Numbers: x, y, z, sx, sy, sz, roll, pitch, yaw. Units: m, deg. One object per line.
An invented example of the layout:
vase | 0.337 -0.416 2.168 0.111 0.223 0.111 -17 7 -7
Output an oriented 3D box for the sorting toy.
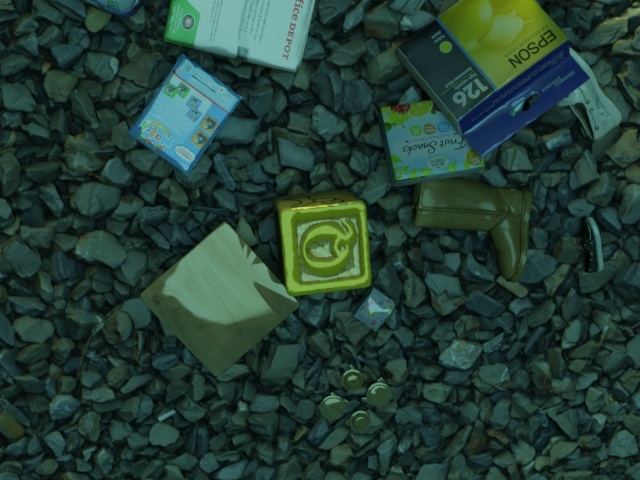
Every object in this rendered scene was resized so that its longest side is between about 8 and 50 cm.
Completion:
sorting toy | -0.227 0.127 1.857 0.255 0.089 0.257 -41 102 2

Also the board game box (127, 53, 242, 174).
board game box | -0.297 -0.276 1.797 0.160 0.039 0.211 35 94 -12

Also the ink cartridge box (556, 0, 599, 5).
ink cartridge box | 0.529 -0.590 1.747 0.158 0.218 0.092 37 100 -12

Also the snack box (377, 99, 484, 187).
snack box | 0.247 -0.223 1.833 0.207 0.070 0.174 -9 81 -4

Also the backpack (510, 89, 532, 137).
backpack | 0.425 -0.295 1.852 0.084 0.105 0.114 19 97 13

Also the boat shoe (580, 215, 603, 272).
boat shoe | 0.650 0.013 1.965 0.040 0.049 0.142 -16 104 -3

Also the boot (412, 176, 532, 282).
boot | 0.345 -0.031 1.903 0.269 0.089 0.236 6 87 -9

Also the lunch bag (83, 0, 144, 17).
lunch bag | -0.436 -0.634 1.675 0.243 0.115 0.303 25 98 -9

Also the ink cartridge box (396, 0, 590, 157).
ink cartridge box | 0.377 -0.391 1.783 0.303 0.072 0.307 -37 74 -1

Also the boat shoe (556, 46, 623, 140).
boat shoe | 0.577 -0.343 1.862 0.096 0.098 0.277 -43 104 2

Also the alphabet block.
alphabet block | 0.000 0.000 1.806 0.192 0.197 0.193 -8 102 -5

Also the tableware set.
tableware set | 0.086 0.389 1.982 0.141 0.020 0.169 35 96 -10

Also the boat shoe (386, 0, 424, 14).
boat shoe | 0.230 -0.580 1.749 0.076 0.226 0.083 15 54 -25

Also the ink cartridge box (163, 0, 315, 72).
ink cartridge box | -0.168 -0.489 1.729 0.289 0.121 0.211 13 99 -9

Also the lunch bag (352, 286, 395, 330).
lunch bag | 0.127 0.159 1.927 0.071 0.053 0.083 35 105 -10
